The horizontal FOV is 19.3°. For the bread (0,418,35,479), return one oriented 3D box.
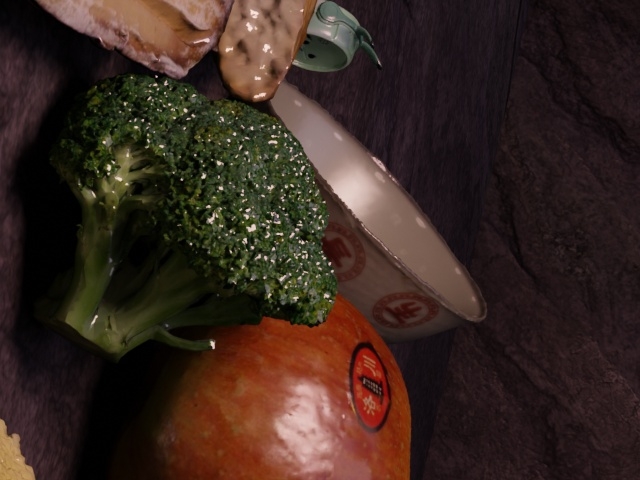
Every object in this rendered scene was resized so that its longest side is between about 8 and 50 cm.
[{"bbox_3d":[-0.253,0.188,1.217,0.178,0.142,0.266,-65,164,-2],"label":"bread"}]

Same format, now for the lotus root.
[{"bbox_3d":[-0.152,-0.221,1.363,0.167,0.078,0.329,-65,156,-5],"label":"lotus root"}]

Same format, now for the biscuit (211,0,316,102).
[{"bbox_3d":[-0.030,-0.353,1.683,0.446,0.104,0.429,-88,-174,-80],"label":"biscuit"}]

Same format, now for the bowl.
[{"bbox_3d":[0.000,0.000,1.905,0.157,0.337,0.337,-42,171,11],"label":"bowl"}]

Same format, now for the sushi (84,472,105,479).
[{"bbox_3d":[-0.182,0.282,1.715,0.201,0.031,0.139,26,74,-76],"label":"sushi"}]

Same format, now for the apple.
[{"bbox_3d":[-0.044,0.180,1.659,0.309,0.250,0.277,-67,-171,-27],"label":"apple"}]

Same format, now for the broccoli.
[{"bbox_3d":[-0.112,-0.009,1.471,0.241,0.261,0.269,-53,-161,-14],"label":"broccoli"}]

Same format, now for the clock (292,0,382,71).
[{"bbox_3d":[-0.003,-0.207,1.912,0.101,0.135,0.041,67,35,-63],"label":"clock"}]
